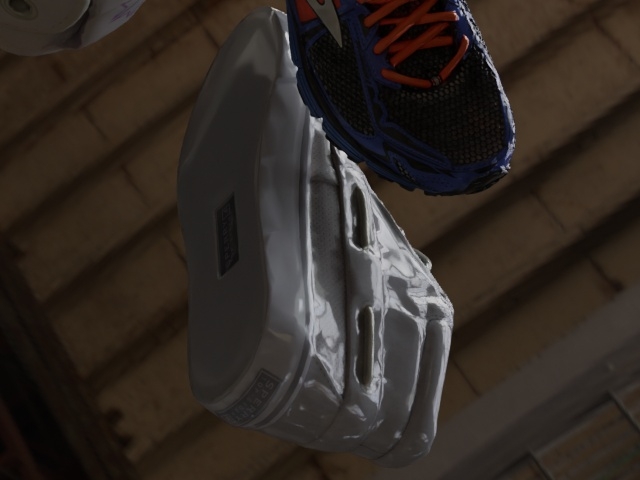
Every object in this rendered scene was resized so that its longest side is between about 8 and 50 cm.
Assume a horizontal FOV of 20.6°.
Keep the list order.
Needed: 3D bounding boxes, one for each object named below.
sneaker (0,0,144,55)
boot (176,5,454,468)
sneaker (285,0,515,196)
[{"bbox_3d":[-0.038,-0.117,0.376,0.305,0.152,0.114,6,-136,42],"label":"sneaker"},{"bbox_3d":[0.000,0.000,0.906,0.095,0.123,0.258,-38,-141,39],"label":"boot"},{"bbox_3d":[0.019,-0.119,0.756,0.083,0.087,0.221,-26,-101,-17],"label":"sneaker"}]
